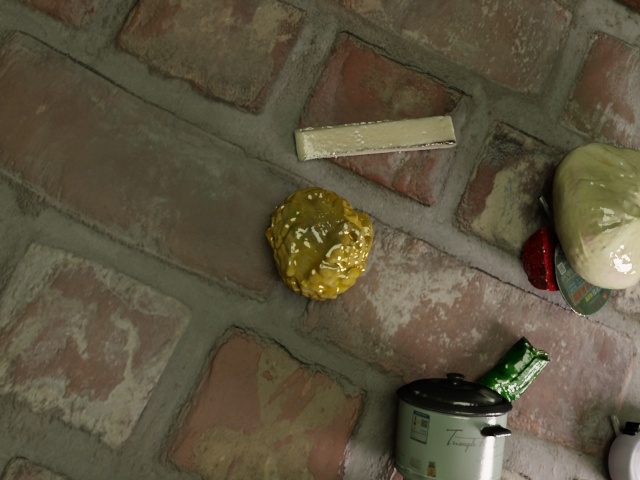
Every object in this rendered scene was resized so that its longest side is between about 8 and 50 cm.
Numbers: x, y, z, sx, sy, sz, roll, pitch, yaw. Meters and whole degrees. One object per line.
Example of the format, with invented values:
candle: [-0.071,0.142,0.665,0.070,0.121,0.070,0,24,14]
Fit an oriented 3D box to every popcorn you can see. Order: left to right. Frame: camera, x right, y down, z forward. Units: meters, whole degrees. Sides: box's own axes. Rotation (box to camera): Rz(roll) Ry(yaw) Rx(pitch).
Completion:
popcorn: [0.000,0.000,1.543,0.250,0.190,0.250,0,80,0]

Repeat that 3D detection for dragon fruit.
dragon fruit: [0.544,0.060,1.703,0.106,0.083,0.162,12,63,-30]

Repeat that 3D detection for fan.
fan: [0.598,0.059,1.688,0.294,0.012,0.223,38,56,-18]

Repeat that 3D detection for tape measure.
tape measure: [0.752,0.514,1.641,0.178,0.105,0.196,17,77,-16]

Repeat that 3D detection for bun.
bun: [0.702,-0.072,1.659,0.360,0.213,0.361,10,70,-28]

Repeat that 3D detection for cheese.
cheese: [0.135,-0.247,1.698,0.400,0.034,0.085,-8,76,-14]

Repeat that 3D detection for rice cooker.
rice cooker: [0.273,0.392,1.479,0.241,0.280,0.227,4,91,-33]

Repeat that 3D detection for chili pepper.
chili pepper: [0.436,0.312,1.632,0.224,0.061,0.098,-36,83,-18]
